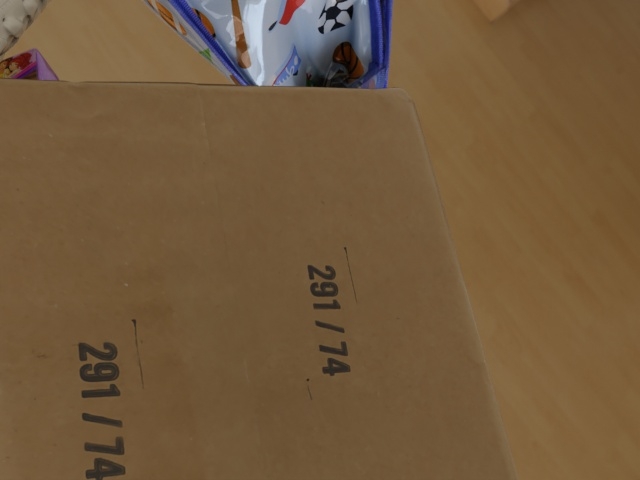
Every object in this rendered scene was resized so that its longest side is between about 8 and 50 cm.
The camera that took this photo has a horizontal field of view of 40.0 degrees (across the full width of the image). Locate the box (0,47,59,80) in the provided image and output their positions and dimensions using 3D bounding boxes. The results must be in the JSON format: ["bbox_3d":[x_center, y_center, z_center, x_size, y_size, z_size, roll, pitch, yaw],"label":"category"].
[{"bbox_3d":[-0.415,-0.070,0.929,0.057,0.293,0.201,64,8,-54],"label":"box"}]

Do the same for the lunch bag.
[{"bbox_3d":[-0.089,-0.310,0.925,0.385,0.239,0.328,55,-1,-32],"label":"lunch bag"}]

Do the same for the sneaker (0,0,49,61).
[{"bbox_3d":[-0.216,-0.135,0.531,0.228,0.087,0.092,-33,94,-26],"label":"sneaker"}]

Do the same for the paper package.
[{"bbox_3d":[-0.067,0.086,0.493,0.309,0.168,0.325,-5,75,-34],"label":"paper package"}]
